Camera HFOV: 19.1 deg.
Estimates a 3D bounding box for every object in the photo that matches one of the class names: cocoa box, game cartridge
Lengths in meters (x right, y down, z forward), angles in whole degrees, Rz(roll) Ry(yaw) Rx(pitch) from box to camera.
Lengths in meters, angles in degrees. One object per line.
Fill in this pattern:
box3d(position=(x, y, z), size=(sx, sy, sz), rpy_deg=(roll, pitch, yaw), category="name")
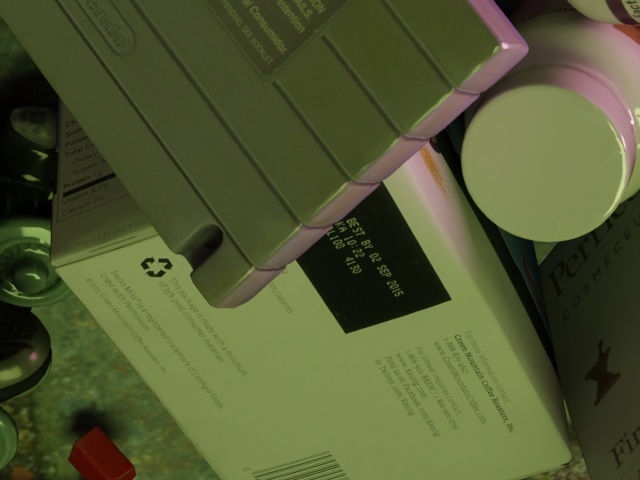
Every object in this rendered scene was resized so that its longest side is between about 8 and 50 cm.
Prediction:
box3d(position=(0.000, 0.000, 1.270), size=(0.231, 0.228, 0.347), rpy_deg=(-18, 137, 14), category="cocoa box")
box3d(position=(-0.072, -0.170, 1.041), size=(0.230, 0.355, 0.068), rpy_deg=(-40, 167, 17), category="game cartridge")

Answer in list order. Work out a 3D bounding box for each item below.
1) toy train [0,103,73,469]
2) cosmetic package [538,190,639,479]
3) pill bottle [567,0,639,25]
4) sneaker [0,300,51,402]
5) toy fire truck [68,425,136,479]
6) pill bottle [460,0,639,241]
box3d(position=(-0.275, 0.035, 1.307), size=(0.190, 0.142, 0.334), rpy_deg=(14, 128, -16), category="toy train")
box3d(position=(0.391, 0.091, 1.269), size=(0.327, 0.393, 0.329), rpy_deg=(22, 120, -23), category="cosmetic package")
box3d(position=(0.231, -0.213, 1.129), size=(0.302, 0.169, 0.169), rpy_deg=(2, 142, 26), category="pill bottle")
box3d(position=(-0.251, 0.116, 1.236), size=(0.228, 0.087, 0.130), rpy_deg=(-18, 122, 23), category="sneaker")
box3d(position=(-0.222, 0.235, 1.551), size=(0.135, 0.047, 0.192), rpy_deg=(-39, 169, -27), category="toy fire truck")
box3d(position=(0.163, -0.088, 1.233), size=(0.131, 0.229, 0.131), rpy_deg=(6, 114, 14), category="pill bottle")
